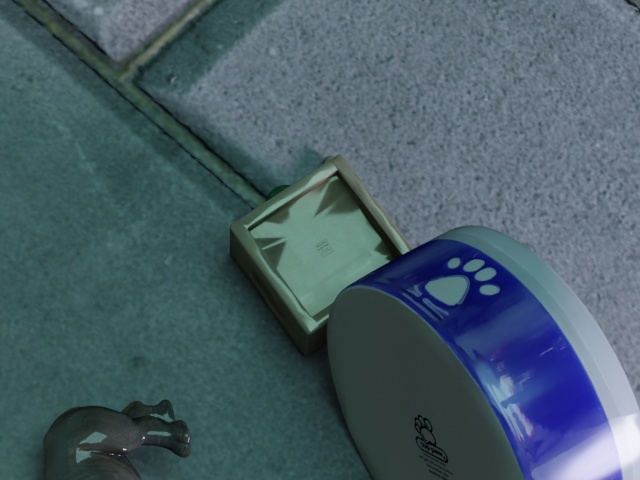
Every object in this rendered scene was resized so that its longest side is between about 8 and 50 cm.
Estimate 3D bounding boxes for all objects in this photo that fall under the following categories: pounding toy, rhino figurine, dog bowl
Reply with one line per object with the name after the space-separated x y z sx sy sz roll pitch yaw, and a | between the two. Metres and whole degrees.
0.000 0.000 1.393 0.130 0.100 0.141 -33 76 -13 | pounding toy
-0.147 0.229 1.239 0.106 0.073 0.243 2 66 -21 | rhino figurine
0.119 0.129 1.260 0.104 0.265 0.265 -26 76 -24 | dog bowl
